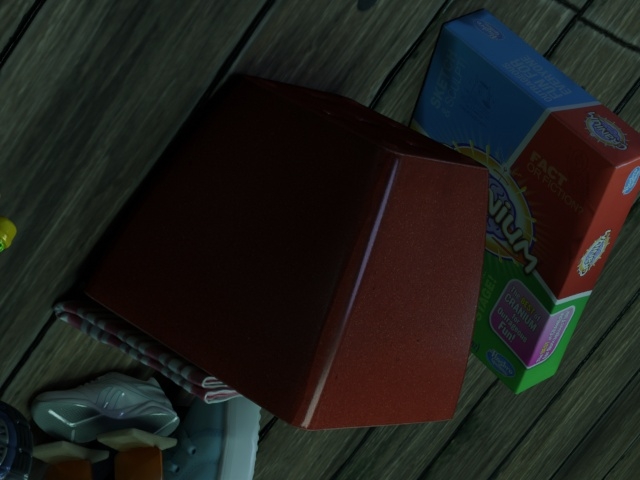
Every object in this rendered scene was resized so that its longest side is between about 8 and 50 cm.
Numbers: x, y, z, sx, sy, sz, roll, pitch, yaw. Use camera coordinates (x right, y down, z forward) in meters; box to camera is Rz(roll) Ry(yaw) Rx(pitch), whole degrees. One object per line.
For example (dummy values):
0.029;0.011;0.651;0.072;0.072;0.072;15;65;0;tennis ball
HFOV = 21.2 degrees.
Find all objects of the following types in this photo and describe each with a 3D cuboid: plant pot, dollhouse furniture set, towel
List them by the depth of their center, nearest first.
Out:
0.000;0.000;1.530;0.267;0.267;0.236;5;112;-57;plant pot
-0.129;0.099;1.531;0.144;0.197;0.029;8;104;-55;towel
-0.252;0.318;1.593;0.259;0.262;0.135;-12;160;20;dollhouse furniture set

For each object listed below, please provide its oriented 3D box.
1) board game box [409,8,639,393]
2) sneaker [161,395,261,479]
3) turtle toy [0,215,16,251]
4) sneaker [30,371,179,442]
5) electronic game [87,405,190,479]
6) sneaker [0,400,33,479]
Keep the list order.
0.183;-0.036;1.737;0.064;0.242;0.317;-23;144;-37;board game box
-0.169;0.280;1.698;0.135;0.150;0.366;-167;-84;-74;sneaker
-0.289;-0.007;1.295;0.095;0.066;0.130;-60;157;-27;turtle toy
-0.212;0.158;1.651;0.152;0.061;0.054;8;131;-35;sneaker
-0.180;0.277;1.806;0.229;0.048;0.229;-18;125;-29;electronic game
-0.305;0.279;1.461;0.111;0.297;0.129;17;133;-17;sneaker
